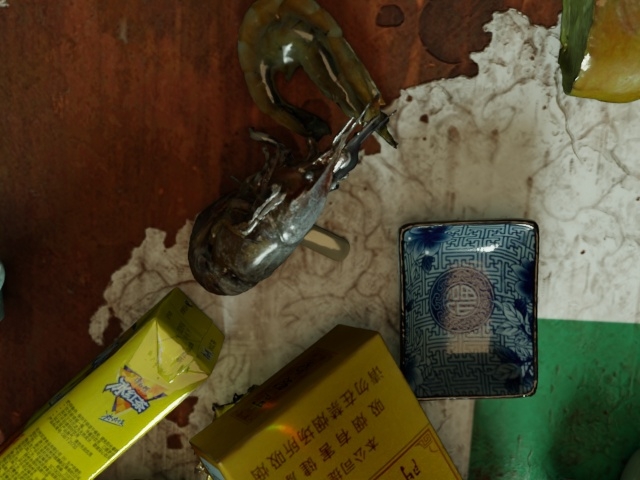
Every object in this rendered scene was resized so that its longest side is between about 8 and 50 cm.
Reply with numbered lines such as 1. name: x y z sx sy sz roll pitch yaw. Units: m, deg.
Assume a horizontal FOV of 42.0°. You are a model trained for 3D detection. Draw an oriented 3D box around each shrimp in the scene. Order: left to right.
1. shrimp: -0.047 -0.062 1.052 0.343 0.145 0.116 -42 133 20
2. shrimp: -0.013 -0.196 1.068 0.145 0.059 0.254 -32 99 10

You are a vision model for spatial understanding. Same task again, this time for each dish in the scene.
1. dish: 0.192 0.086 1.111 0.182 0.080 0.243 -2 101 1

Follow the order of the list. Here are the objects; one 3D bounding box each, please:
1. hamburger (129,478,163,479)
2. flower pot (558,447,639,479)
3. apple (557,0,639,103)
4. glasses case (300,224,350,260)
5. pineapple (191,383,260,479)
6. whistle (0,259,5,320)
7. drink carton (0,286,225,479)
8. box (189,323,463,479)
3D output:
1. hamburger: -0.259 0.479 1.132 0.314 0.170 0.290 -20 81 12
2. flower pot: 0.474 0.465 1.128 0.254 0.164 0.367 -27 89 -1
3. apple: 0.370 -0.337 1.000 0.179 0.254 0.346 8 105 41
4. glasses case: 0.000 0.000 1.125 0.083 0.021 0.032 25 100 -4
5. pineapple: -0.069 0.292 1.158 0.225 0.076 0.225 0 98 0
6. whistle: -0.576 0.030 1.054 0.404 0.188 0.168 0 102 1
7. drink carton: -0.292 0.228 1.108 0.351 0.154 0.111 -41 98 8
8. box: 0.053 0.349 1.079 0.264 0.116 0.415 -36 106 -24
